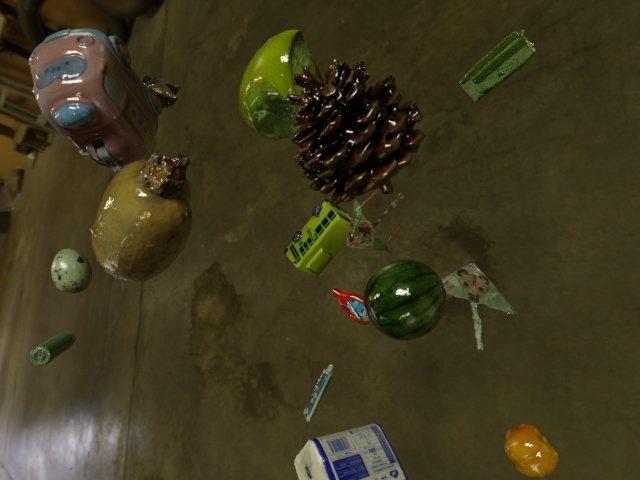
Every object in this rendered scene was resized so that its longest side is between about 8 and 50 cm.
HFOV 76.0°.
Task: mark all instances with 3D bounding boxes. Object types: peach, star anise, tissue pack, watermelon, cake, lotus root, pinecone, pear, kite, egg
[{"bbox_3d":[0.595,0.602,1.172,0.138,0.138,0.138,-12,73,45],"label":"peach"},{"bbox_3d":[-0.524,-0.442,1.223,0.197,0.211,0.073,-95,9,-46],"label":"star anise"},{"bbox_3d":[0.084,0.619,1.078,0.137,0.269,0.209,-54,48,29],"label":"tissue pack"},{"bbox_3d":[0.185,0.145,0.957,0.214,0.188,0.188,-31,54,0],"label":"watermelon"},{"bbox_3d":[0.542,-0.533,1.272,0.099,0.100,0.235,-49,8,-17],"label":"cake"},{"bbox_3d":[-0.309,-0.039,0.714,0.342,0.151,0.170,-40,56,49],"label":"lotus root"},{"bbox_3d":[0.062,-0.193,0.731,0.243,0.257,0.244,-12,41,11],"label":"pinecone"},{"bbox_3d":[-0.133,-0.411,1.180,0.281,0.287,0.177,3,53,33],"label":"pear"},{"bbox_3d":[0.172,-0.055,1.220,0.244,0.198,0.006,-40,8,-9],"label":"kite"},{"bbox_3d":[-0.599,0.074,0.987,0.085,0.085,0.111,-16,91,44],"label":"egg"},{"bbox_3d":[0.378,0.152,1.014,0.012,0.229,0.250,106,177,-50],"label":"kite"}]

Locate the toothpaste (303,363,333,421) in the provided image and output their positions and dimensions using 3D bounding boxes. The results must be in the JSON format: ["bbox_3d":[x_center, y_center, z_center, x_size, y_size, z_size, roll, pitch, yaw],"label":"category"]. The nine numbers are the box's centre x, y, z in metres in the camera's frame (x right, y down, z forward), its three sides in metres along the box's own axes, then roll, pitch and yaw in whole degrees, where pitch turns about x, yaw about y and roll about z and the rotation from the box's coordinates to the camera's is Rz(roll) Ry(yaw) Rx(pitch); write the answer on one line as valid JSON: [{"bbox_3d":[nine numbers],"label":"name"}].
[{"bbox_3d":[-0.005,0.491,1.334,0.197,0.034,0.057,-65,22,2],"label":"toothpaste"}]

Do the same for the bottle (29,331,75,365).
[{"bbox_3d":[-0.419,0.168,0.646,0.083,0.030,0.031,-135,60,-82],"label":"bottle"}]

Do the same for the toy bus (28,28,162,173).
[{"bbox_3d":[-0.507,-0.302,0.936,0.197,0.294,0.232,-15,54,4],"label":"toy bus"}]

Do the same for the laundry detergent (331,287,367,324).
[{"bbox_3d":[0.109,0.226,1.451,0.165,0.049,0.098,31,117,18],"label":"laundry detergent"}]

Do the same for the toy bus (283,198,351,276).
[{"bbox_3d":[0.000,0.000,1.480,0.262,0.128,0.150,-51,41,15],"label":"toy bus"}]
